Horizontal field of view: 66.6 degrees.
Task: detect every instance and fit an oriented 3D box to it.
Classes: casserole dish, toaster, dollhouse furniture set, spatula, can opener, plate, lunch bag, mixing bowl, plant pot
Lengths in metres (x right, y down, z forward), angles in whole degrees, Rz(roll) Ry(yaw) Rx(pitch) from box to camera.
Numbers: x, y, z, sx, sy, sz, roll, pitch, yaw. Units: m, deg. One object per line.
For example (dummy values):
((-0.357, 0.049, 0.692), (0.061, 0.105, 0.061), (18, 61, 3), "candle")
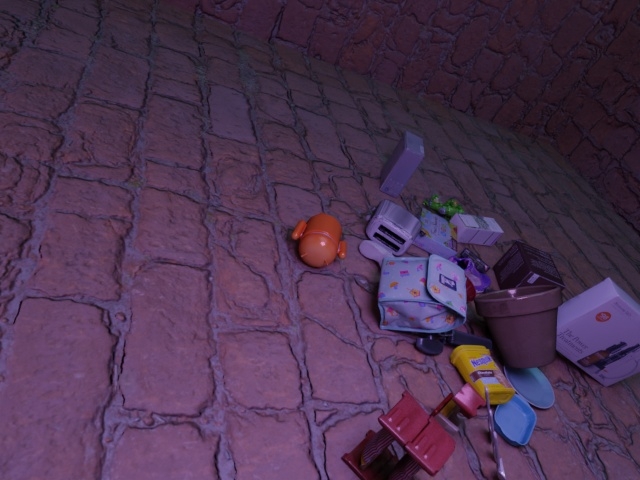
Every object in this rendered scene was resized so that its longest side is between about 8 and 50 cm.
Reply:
((0.555, 0.516, 1.406), (0.114, 0.037, 0.188), (42, 38, 16), "casserole dish")
((0.276, -0.040, 1.815), (0.227, 0.129, 0.146), (35, 39, 3), "toaster")
((0.246, 0.429, 1.154), (0.152, 0.201, 0.374), (44, 38, 20), "dollhouse furniture set")
((0.438, 0.494, 1.221), (0.019, 0.242, 0.168), (-8, 38, 14), "spatula")
((0.409, 0.321, 1.529), (0.280, 0.074, 0.093), (13, 73, -20), "can opener")
((0.665, 0.457, 1.567), (0.188, 0.024, 0.188), (19, 37, -15), "plate")
((0.314, 0.160, 1.492), (0.262, 0.160, 0.223), (-1, 35, 15), "lunch bag")
((0.435, 0.173, 1.687), (0.181, 0.098, 0.181), (18, 37, -14), "mixing bowl")
((0.637, 0.273, 1.534), (0.263, 0.263, 0.229), (-6, 85, -40), "plant pot")

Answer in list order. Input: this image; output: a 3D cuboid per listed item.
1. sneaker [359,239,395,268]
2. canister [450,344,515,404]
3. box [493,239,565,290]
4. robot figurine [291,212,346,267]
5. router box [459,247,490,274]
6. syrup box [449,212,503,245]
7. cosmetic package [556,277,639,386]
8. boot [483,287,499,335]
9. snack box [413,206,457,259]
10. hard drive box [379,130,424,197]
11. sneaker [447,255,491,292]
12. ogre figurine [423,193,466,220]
((0.237, 0.068, 1.704), (0.212, 0.080, 0.094), (45, 26, 22), "sneaker")
((0.479, 0.397, 1.441), (0.126, 0.073, 0.170), (7, 32, -22), "canister")
((0.822, 0.142, 1.936), (0.167, 0.168, 0.203), (22, 37, -13), "box")
((-0.002, 0.000, 1.569), (0.158, 0.128, 0.219), (56, 26, -25), "robot figurine")
((0.620, 0.082, 1.953), (0.122, 0.038, 0.092), (44, 13, 18), "router box")
((0.671, -0.047, 2.123), (0.236, 0.096, 0.093), (6, 44, -31), "syrup box")
((0.975, 0.323, 1.656), (0.377, 0.284, 0.097), (34, 33, -18), "cosmetic package")
((0.703, 0.286, 1.746), (0.263, 0.091, 0.229), (31, 36, 5), "boot")
((0.464, -0.025, 1.974), (0.174, 0.070, 0.207), (28, 34, -3), "snack box")
((0.354, -0.333, 2.132), (0.089, 0.232, 0.181), (24, 36, -8), "hard drive box")
((0.554, 0.120, 1.832), (0.236, 0.105, 0.095), (18, 36, -18), "sneaker")
((0.570, -0.145, 2.183), (0.197, 0.097, 0.118), (26, 14, -32), "ogre figurine")
